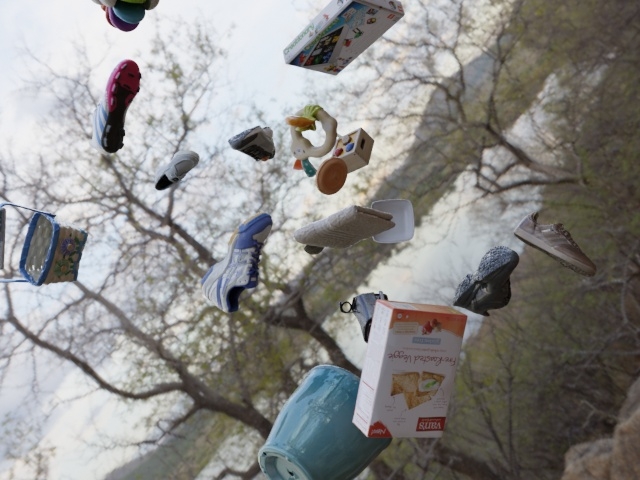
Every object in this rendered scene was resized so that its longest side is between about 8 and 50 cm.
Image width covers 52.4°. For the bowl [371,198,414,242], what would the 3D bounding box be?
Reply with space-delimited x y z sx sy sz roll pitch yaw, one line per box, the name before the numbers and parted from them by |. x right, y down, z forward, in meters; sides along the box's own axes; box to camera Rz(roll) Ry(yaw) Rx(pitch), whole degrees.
bowl | 0.235 -0.062 2.140 0.053 0.142 0.142 45 -138 -86

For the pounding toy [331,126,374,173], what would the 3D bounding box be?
pounding toy | 0.089 -0.302 2.095 0.130 0.100 0.141 -20 42 41

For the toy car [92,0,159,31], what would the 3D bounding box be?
toy car | -0.525 -0.627 1.732 0.159 0.182 0.136 -9 -65 -37

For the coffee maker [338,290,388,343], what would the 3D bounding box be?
coffee maker | 0.166 0.266 2.191 0.171 0.120 0.178 -19 25 2

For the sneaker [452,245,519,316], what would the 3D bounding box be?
sneaker | 0.468 0.114 1.751 0.109 0.130 0.286 -62 -1 -32

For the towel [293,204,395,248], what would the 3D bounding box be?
towel | 0.070 -0.036 1.730 0.187 0.049 0.282 -25 -15 23

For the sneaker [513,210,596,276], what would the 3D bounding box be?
sneaker | 0.485 0.001 1.322 0.071 0.188 0.066 -54 -35 1

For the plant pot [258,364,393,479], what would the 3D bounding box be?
plant pot | -0.006 0.486 1.573 0.255 0.271 0.271 -38 -13 -41

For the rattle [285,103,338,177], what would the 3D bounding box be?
rattle | -0.047 -0.216 1.553 0.199 0.130 0.142 -56 6 37

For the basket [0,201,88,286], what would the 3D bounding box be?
basket | -0.917 0.018 2.098 0.289 0.201 0.254 9 -80 -42

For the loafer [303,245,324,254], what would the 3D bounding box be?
loafer | 0.000 0.000 2.218 0.148 0.056 0.050 -33 21 38

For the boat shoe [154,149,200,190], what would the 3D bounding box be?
boat shoe | -0.482 -0.226 2.176 0.227 0.079 0.081 -24 51 41

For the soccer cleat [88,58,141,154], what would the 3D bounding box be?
soccer cleat | -0.711 -0.457 2.205 0.116 0.143 0.331 16 -91 -53

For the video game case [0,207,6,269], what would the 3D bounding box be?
video game case | -0.961 -0.002 1.776 0.022 0.190 0.173 117 151 -78

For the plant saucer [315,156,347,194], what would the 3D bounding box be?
plant saucer | 0.025 -0.135 1.377 0.083 0.013 0.083 -19 -57 -33

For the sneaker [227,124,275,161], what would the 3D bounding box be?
sneaker | -0.207 -0.307 2.103 0.100 0.108 0.271 -19 2 20

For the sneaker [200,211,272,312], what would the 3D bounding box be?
sneaker | -0.198 0.064 1.766 0.296 0.131 0.112 -56 -26 16

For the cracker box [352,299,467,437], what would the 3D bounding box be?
cracker box | 0.158 0.229 1.151 0.067 0.156 0.232 -154 73 -65

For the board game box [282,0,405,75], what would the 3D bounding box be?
board game box | 0.060 -0.573 1.804 0.193 0.053 0.305 2 -22 -40
